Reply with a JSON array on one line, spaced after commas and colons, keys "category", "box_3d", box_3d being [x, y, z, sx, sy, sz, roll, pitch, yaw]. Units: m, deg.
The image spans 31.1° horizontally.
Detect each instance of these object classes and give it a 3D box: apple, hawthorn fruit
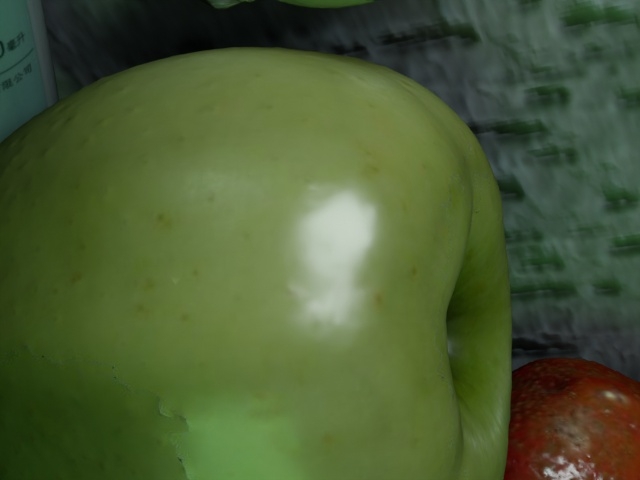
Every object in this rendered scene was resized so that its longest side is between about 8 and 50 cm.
[{"category": "apple", "box_3d": [-0.049, 0.057, 0.702, 0.357, 0.357, 0.357, 7, 141, 6]}, {"category": "hawthorn fruit", "box_3d": [0.234, 0.235, 0.910, 0.300, 0.254, 0.254, 22, 143, 12]}]

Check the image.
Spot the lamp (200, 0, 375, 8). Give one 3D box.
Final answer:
[{"category": "lamp", "box_3d": [0.036, -0.178, 0.588, 0.250, 0.101, 0.101, -17, 134, 24]}]

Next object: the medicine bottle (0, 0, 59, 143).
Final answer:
[{"category": "medicine bottle", "box_3d": [-0.219, -0.188, 0.623, 0.110, 0.110, 0.352, 8, 142, 4]}]
